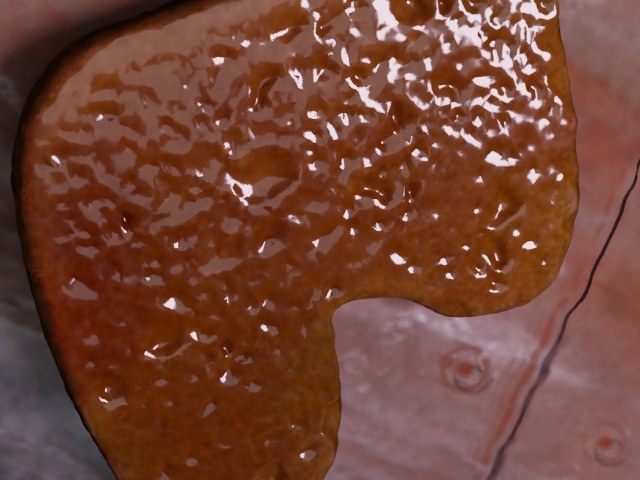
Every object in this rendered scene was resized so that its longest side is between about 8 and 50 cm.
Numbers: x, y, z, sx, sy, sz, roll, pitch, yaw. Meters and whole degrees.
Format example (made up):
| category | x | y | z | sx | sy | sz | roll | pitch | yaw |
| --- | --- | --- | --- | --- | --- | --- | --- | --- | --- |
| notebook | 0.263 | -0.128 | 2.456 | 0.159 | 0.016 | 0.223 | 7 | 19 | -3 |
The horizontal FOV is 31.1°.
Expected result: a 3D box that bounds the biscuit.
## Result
| category | x | y | z | sx | sy | sz | roll | pitch | yaw |
| --- | --- | --- | --- | --- | --- | --- | --- | --- | --- |
| biscuit | 0.000 | -0.001 | 0.557 | 0.277 | 0.052 | 0.262 | -21 | 110 | -4 |
